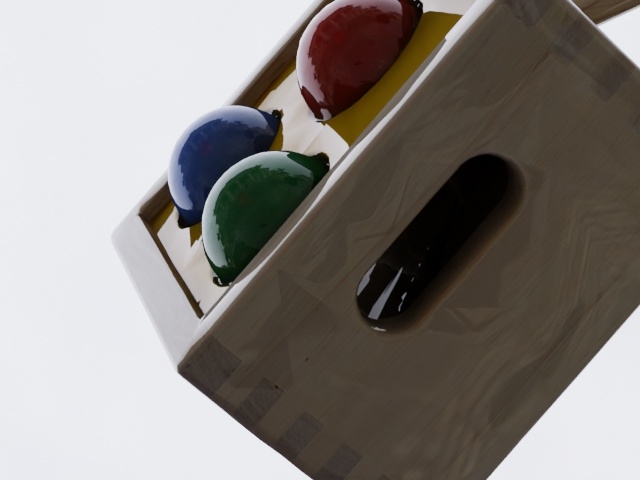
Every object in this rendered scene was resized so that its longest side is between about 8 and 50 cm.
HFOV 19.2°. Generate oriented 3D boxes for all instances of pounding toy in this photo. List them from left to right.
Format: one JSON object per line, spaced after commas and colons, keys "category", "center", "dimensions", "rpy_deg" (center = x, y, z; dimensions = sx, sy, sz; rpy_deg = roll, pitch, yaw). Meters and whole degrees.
{"category": "pounding toy", "center": [0.026, -0.042, 0.543], "dimensions": [0.094, 0.206, 0.181], "rpy_deg": [40, -87, -20]}
